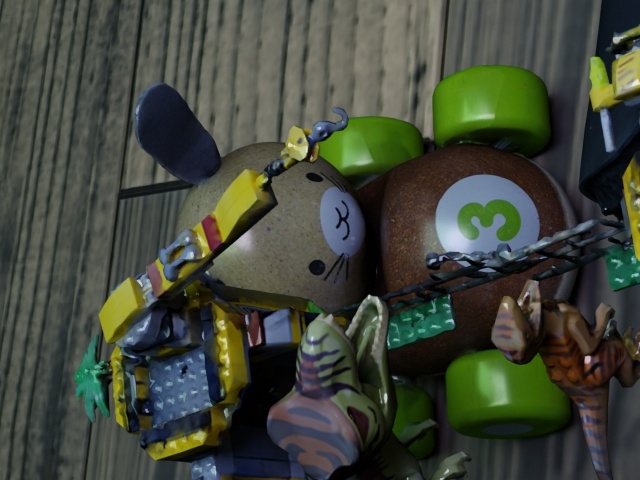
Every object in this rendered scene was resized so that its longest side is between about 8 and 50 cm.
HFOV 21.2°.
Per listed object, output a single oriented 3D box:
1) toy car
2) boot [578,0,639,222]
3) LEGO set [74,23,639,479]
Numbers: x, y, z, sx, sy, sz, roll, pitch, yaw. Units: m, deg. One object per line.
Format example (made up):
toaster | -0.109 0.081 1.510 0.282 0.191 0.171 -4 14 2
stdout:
toy car | 0.000 0.000 0.710 0.149 0.188 0.155 -19 65 43
boot | 0.189 -0.122 0.609 0.246 0.094 0.207 -24 58 49
LEGO set | 0.014 0.077 0.472 0.331 0.192 0.255 -11 74 41
